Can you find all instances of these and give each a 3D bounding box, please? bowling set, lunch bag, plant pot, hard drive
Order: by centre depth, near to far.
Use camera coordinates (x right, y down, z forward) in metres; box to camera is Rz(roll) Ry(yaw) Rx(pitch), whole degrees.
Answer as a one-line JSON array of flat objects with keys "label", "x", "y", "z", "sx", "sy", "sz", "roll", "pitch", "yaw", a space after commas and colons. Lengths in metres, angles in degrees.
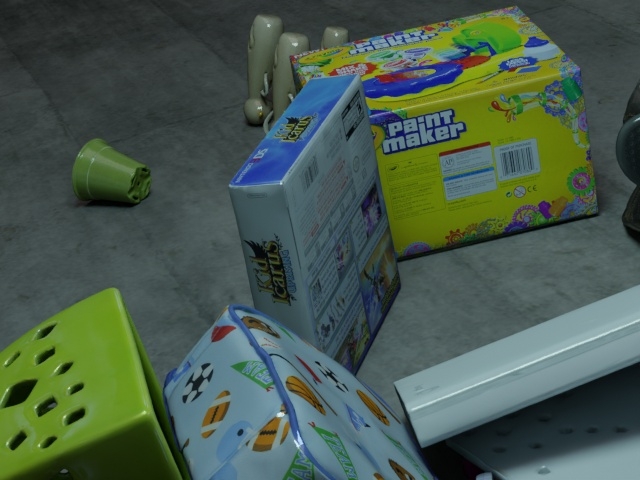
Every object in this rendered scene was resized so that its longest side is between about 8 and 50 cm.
[{"label": "lunch bag", "x": 0.008, "y": 0.186, "z": 1.261, "sx": 0.115, "sy": 0.243, "sz": 0.303, "roll": -47, "pitch": 26, "yaw": 9}, {"label": "plant pot", "x": -0.203, "y": 0.206, "z": 1.307, "sx": 0.207, "sy": 0.227, "sz": 0.228, "roll": -21, "pitch": 26, "yaw": -5}, {"label": "hard drive", "x": 0.215, "y": 0.091, "z": 1.418, "sx": 0.307, "sy": 0.040, "sz": 0.203, "roll": -21, "pitch": 1, "yaw": 0}, {"label": "plant pot", "x": -0.262, "y": -0.081, "z": 2.135, "sx": 0.079, "sy": 0.083, "sz": 0.083, "roll": 18, "pitch": 35, "yaw": 25}, {"label": "bowling set", "x": 0.019, "y": -0.195, "z": 2.213, "sx": 0.199, "sy": 0.154, "sz": 0.287, "roll": 2, "pitch": 19, "yaw": -16}]

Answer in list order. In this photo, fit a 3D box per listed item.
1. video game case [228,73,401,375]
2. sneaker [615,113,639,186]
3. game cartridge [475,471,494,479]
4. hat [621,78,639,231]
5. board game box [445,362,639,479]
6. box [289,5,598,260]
[{"label": "video game case", "x": 0.000, "y": 0.000, "z": 1.625, "sx": 0.061, "sy": 0.244, "sz": 0.269, "roll": -4, "pitch": 25, "yaw": 20}, {"label": "sneaker", "x": 0.384, "y": -0.090, "z": 1.523, "sx": 0.270, "sy": 0.090, "sz": 0.145, "roll": 0, "pitch": 17, "yaw": -7}, {"label": "game cartridge", "x": 0.135, "y": 0.221, "z": 1.312, "sx": 0.017, "sy": 0.056, "sz": 0.083, "roll": -9, "pitch": 24, "yaw": 6}, {"label": "hat", "x": 0.416, "y": -0.156, "z": 1.747, "sx": 0.331, "sy": 0.134, "sz": 0.331, "roll": -40, "pitch": 10, "yaw": 9}, {"label": "board game box", "x": 0.361, "y": 0.168, "z": 1.335, "sx": 0.390, "sy": 0.050, "sz": 0.390, "roll": -22, "pitch": 26, "yaw": -22}, {"label": "box", "x": 0.134, "y": -0.126, "z": 1.926, "sx": 0.289, "sy": 0.177, "sz": 0.279, "roll": -13, "pitch": 23, "yaw": -4}]
